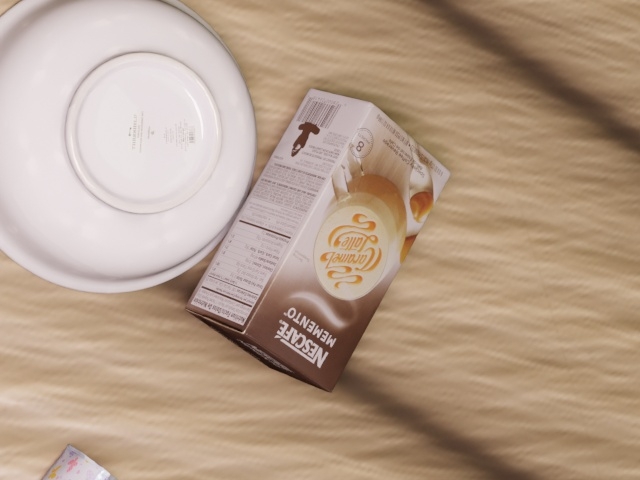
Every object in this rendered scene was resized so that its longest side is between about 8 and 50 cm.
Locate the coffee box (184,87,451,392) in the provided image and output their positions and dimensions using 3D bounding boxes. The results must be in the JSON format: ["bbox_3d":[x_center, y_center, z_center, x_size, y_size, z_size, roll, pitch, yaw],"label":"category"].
[{"bbox_3d":[0.000,0.000,1.686,0.141,0.098,0.246,37,78,-41],"label":"coffee box"}]

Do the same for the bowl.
[{"bbox_3d":[-0.177,-0.095,1.616,0.298,0.134,0.298,-1,93,-21],"label":"bowl"}]

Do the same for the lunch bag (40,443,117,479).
[{"bbox_3d":[-0.226,0.233,1.633,0.053,0.083,0.071,41,76,-18],"label":"lunch bag"}]
